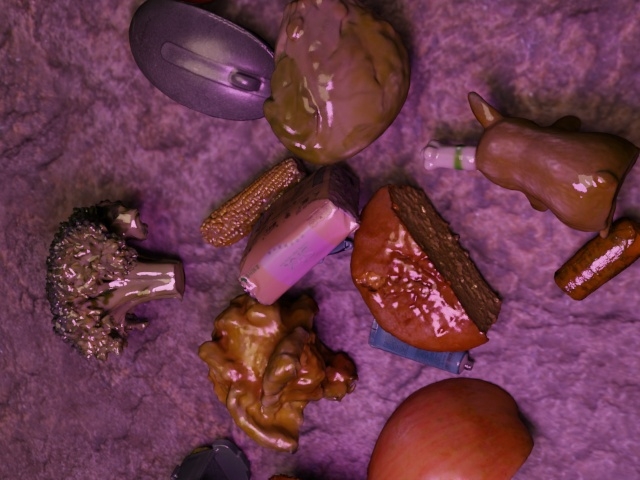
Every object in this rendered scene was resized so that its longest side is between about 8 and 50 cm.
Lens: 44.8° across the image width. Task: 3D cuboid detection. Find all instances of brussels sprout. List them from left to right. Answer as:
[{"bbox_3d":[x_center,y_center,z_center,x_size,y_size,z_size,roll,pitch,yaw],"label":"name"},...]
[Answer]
[{"bbox_3d":[0.028,-0.294,1.406,0.243,0.274,0.316,13,104,43],"label":"brussels sprout"}]

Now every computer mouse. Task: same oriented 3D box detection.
[{"bbox_3d":[-0.248,-0.370,1.587,0.374,0.114,0.203,25,110,15],"label":"computer mouse"}]

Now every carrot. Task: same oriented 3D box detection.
[{"bbox_3d":[0.504,0.032,1.387,0.082,0.082,0.173,49,122,6],"label":"carrot"}]

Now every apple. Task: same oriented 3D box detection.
[{"bbox_3d":[0.258,0.440,1.538,0.252,0.314,0.309,18,121,-26],"label":"apple"}]

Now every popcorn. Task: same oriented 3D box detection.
[{"bbox_3d":[-0.106,0.262,1.570,0.290,0.321,0.325,-5,82,24],"label":"popcorn"}]

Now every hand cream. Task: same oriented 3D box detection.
[{"bbox_3d":[0.204,0.218,1.584,0.224,0.048,0.083,20,110,24],"label":"hand cream"}]

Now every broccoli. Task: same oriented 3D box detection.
[{"bbox_3d":[-0.479,0.085,1.721,0.318,0.277,0.338,-29,100,7],"label":"broccoli"}]

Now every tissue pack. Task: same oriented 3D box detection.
[{"bbox_3d":[-0.041,-0.023,1.510,0.123,0.215,0.257,39,114,-17],"label":"tissue pack"}]

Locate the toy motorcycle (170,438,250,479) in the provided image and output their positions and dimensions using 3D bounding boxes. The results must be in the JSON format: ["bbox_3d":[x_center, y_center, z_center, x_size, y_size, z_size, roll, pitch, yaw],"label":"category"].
[{"bbox_3d":[-0.201,0.636,1.792,0.200,0.191,0.326,-23,108,22],"label":"toy motorcycle"}]

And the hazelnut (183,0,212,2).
[{"bbox_3d":[-0.256,-0.559,1.491,0.208,0.208,0.208,6,105,22],"label":"hazelnut"}]

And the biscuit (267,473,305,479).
[{"bbox_3d":[0.027,0.588,1.654,0.318,0.040,0.317,23,150,14],"label":"biscuit"}]

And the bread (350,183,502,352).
[{"bbox_3d":[0.176,0.068,1.477,0.179,0.194,0.340,-38,85,32],"label":"bread"}]

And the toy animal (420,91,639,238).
[{"bbox_3d":[0.371,-0.146,1.362,0.363,0.180,0.181,30,107,38],"label":"toy animal"}]

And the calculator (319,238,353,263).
[{"bbox_3d":[0.000,0.000,1.624,0.141,0.019,0.094,-15,92,27],"label":"calculator"}]

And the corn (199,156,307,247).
[{"bbox_3d":[-0.142,-0.073,1.631,0.288,0.086,0.086,-36,87,26],"label":"corn"}]
